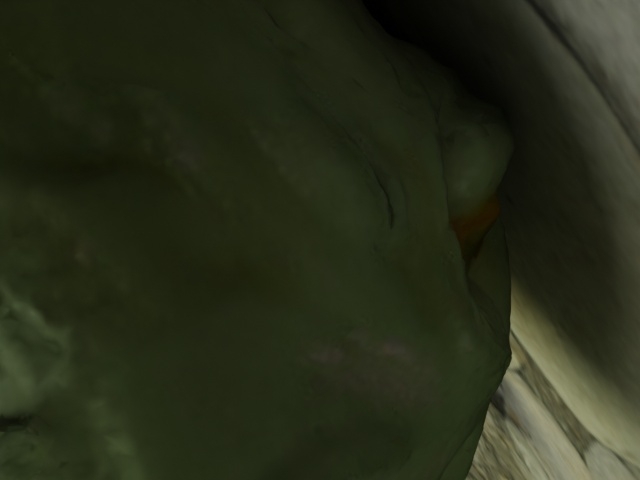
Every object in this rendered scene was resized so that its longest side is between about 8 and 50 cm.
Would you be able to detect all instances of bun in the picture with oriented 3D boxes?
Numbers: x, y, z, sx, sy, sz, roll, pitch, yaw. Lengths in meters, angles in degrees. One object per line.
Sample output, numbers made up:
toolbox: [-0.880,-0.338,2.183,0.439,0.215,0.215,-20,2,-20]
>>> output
bun: [-0.033,-0.012,0.460,0.283,0.179,0.283,-22,-90,-82]
